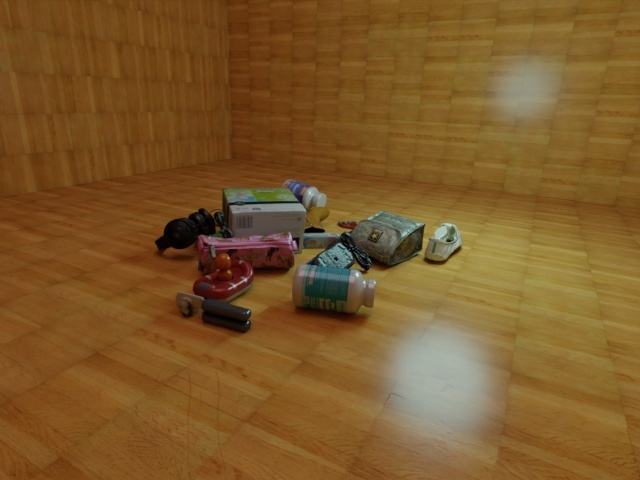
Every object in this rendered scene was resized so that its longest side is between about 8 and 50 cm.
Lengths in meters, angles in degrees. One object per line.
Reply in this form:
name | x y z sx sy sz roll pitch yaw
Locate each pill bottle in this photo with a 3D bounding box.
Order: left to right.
pill bottle | -0.104 -0.274 2.556 0.272 0.152 0.152 21 26 27
pill bottle | 0.048 0.162 1.362 0.263 0.146 0.146 5 20 10

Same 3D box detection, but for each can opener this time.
can opener | -0.335 0.212 1.289 0.280 0.074 0.093 11 21 23

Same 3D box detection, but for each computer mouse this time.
computer mouse | 0.067 0.088 1.641 0.272 0.072 0.189 -26 75 -41

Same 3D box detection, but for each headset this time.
headset | -0.542 -0.029 1.784 0.394 0.185 0.243 -22 9 36

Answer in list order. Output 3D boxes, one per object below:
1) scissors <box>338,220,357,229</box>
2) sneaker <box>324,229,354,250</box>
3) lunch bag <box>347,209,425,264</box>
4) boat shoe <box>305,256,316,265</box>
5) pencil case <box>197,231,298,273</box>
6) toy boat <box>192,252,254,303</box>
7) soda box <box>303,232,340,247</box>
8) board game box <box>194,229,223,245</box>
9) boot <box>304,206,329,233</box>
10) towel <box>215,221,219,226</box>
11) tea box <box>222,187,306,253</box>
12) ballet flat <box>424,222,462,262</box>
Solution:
scissors | 0.197 -0.059 2.202 0.108 0.021 0.297 -4 21 -25
sneaker | 0.107 0.027 1.887 0.188 0.071 0.066 -33 25 -22
lunch bag | 0.290 -0.006 1.845 0.235 0.169 0.287 23 35 38
boat shoe | -0.011 0.098 1.679 0.183 0.066 0.066 -20 10 -39
pencil case | -0.290 0.046 1.641 0.385 0.160 0.167 -2 19 -14
toy boat | -0.336 0.116 1.444 0.150 0.151 0.231 12 22 25
soda box | 0.000 0.000 1.949 0.183 0.058 0.063 -1 20 -7
board game box | -0.483 -0.011 1.968 0.124 0.039 0.259 12 19 26
boot | -0.026 -0.087 2.158 0.295 0.104 0.211 -16 31 -30
towel | -0.504 -0.119 2.292 0.102 0.021 0.237 14 22 28
tea box | -0.272 -0.094 1.898 0.328 0.220 0.323 -3 25 -21
ballet flat | 0.590 -0.012 1.937 0.139 0.139 0.400 12 22 27
